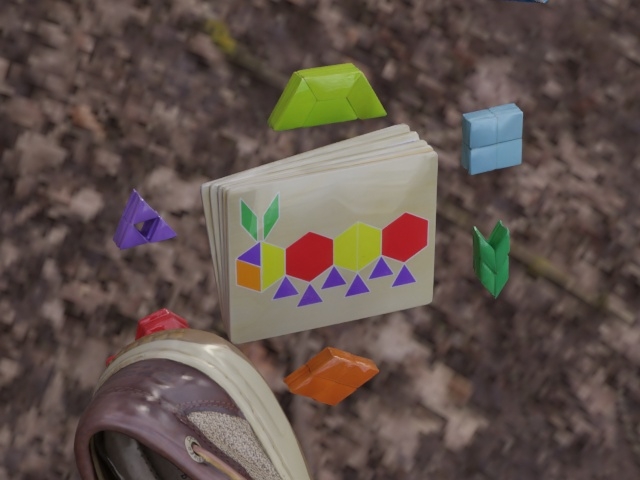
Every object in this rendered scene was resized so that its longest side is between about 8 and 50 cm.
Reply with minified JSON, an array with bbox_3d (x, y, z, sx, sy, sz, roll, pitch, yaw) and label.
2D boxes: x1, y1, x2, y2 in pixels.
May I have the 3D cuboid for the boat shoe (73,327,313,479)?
[{"bbox_3d":[-0.014,0.208,0.945,0.342,0.123,0.123,61,16,-9],"label":"boat shoe"}]

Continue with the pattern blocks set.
[{"bbox_3d":[0.000,0.000,1.460,0.324,0.285,0.026,-3,29,-23],"label":"pattern blocks set"}]

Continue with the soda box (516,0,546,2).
[{"bbox_3d":[0.142,-0.221,1.051,0.067,0.071,0.210,11,52,48],"label":"soda box"}]
